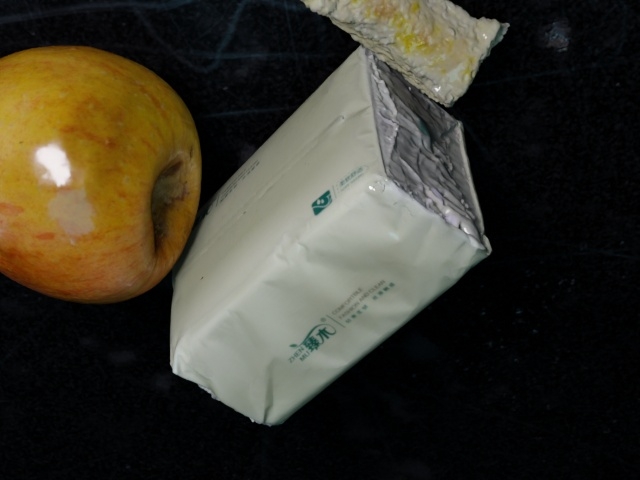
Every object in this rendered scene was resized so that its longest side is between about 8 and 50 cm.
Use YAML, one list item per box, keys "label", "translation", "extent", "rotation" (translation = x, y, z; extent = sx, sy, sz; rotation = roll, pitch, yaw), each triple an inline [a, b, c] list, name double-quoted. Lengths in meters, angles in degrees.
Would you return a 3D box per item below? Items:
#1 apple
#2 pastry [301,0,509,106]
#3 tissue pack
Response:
- label: "apple"
  translation: [-0.291, -0.075, 1.387]
  extent: [0.275, 0.299, 0.299]
  rotation: [7, 128, 13]
- label: "pastry"
  translation: [0.083, -0.252, 1.360]
  extent: [0.258, 0.089, 0.121]
  rotation: [27, 78, -21]
- label: "tissue pack"
  translation: [0.000, 0.000, 1.436]
  extent: [0.207, 0.297, 0.380]
  rotation: [34, 118, -26]
